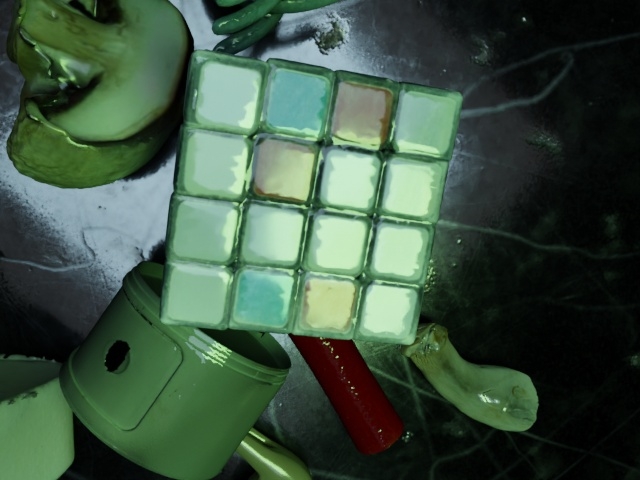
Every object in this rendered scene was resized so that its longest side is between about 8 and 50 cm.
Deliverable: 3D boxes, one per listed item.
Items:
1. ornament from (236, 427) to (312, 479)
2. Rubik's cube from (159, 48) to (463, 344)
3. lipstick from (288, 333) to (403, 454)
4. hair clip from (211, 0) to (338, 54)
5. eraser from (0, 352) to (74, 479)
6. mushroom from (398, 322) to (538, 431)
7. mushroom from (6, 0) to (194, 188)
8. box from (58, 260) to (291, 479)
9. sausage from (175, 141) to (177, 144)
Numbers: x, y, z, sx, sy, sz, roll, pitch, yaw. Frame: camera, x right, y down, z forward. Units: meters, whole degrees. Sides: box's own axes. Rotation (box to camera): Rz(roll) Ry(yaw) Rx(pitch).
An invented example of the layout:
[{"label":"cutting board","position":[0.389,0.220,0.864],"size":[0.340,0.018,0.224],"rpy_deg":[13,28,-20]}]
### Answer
[{"label":"ornament","position":[-0.102,0.398,0.810],"size":[0.245,0.061,0.230],"rpy_deg":[38,92,-8]},{"label":"Rubik's cube","position":[-0.026,-0.054,0.634],"size":[0.253,0.256,0.259],"rpy_deg":[7,101,-10]},{"label":"lipstick","position":[0.029,0.181,0.794],"size":[0.080,0.080,0.241],"rpy_deg":[-31,100,-4]},{"label":"hair clip","position":[-0.069,-0.363,0.548],"size":[0.392,0.318,0.238],"rpy_deg":[-28,91,-16]},{"label":"eraser","position":[-0.497,0.234,0.654],"size":[0.331,0.331,0.150],"rpy_deg":[2,99,-9]},{"label":"mushroom","position":[0.207,0.195,0.825],"size":[0.223,0.081,0.092],"rpy_deg":[32,110,-9]},{"label":"mushroom","position":[-0.258,-0.172,0.665],"size":[0.189,0.164,0.267],"rpy_deg":[3,61,-33]},{"label":"box","position":[-0.166,0.146,0.685],"size":[0.226,0.226,0.149],"rpy_deg":[35,91,-11]},{"label":"sausage","position":[-0.055,-0.121,0.765],"size":[0.269,0.033,0.033],"rpy_deg":[2,97,-9]}]
